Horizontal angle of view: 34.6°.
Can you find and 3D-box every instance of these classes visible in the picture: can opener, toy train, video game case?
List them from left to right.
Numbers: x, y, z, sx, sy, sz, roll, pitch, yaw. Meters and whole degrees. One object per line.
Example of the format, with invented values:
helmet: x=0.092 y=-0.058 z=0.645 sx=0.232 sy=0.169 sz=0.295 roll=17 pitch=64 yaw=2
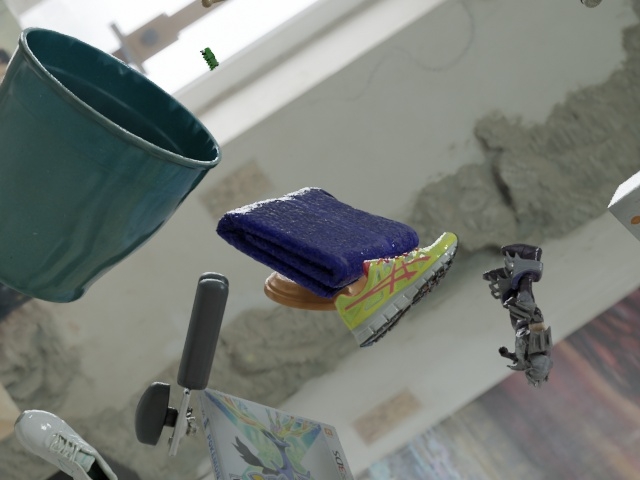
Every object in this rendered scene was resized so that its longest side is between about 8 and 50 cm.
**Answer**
can opener: x=-0.196 y=0.181 z=1.478 sx=0.093 sy=0.280 sz=0.074 roll=16 pitch=12 yaw=-10
toy train: x=-0.206 y=-0.340 z=1.923 sx=0.017 sy=0.023 sz=0.083 roll=61 pitch=0 yaw=13
video game case: x=-0.069 y=0.432 z=1.968 sx=0.329 sy=0.036 sz=0.300 roll=22 pitch=26 yaw=-30

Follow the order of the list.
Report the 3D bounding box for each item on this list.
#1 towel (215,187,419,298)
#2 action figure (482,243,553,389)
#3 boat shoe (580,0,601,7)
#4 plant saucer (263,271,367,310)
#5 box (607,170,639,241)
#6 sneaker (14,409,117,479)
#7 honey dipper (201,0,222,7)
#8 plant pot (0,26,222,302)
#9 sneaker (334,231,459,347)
towel: x=0.000 y=0.000 z=1.621 sx=0.227 sy=0.076 sz=0.308 roll=23 pitch=19 yaw=21
action figure: x=0.364 y=0.145 z=1.853 sx=0.185 sy=0.099 sz=0.285 roll=96 pitch=-5 yaw=-46
boat shoe: x=0.420 y=-0.411 z=1.536 sx=0.038 sy=0.046 sz=0.125 roll=-119 pitch=-144 yaw=-46
plant saucer: x=0.000 y=0.074 z=1.822 sx=0.200 sy=0.199 sz=0.037 roll=-132 pitch=-139 yaw=-68
box: x=0.634 y=-0.053 z=1.863 sx=0.170 sy=0.091 sz=0.130 roll=45 pitch=-47 yaw=-3
sneaker: x=-0.306 y=0.258 z=1.264 sx=0.152 sy=0.054 sz=0.061 roll=43 pitch=-27 yaw=-22
honey dipper: x=-0.125 y=-0.415 z=1.715 sx=0.030 sy=0.160 sz=0.030 roll=46 pitch=-33 yaw=42
plant pot: x=-0.301 y=-0.075 z=1.249 sx=0.271 sy=0.255 sz=0.272 roll=33 pitch=16 yaw=-11
sneaker: x=0.105 y=0.049 z=1.433 sx=0.094 sy=0.208 sz=0.081 roll=46 pitch=-13 yaw=17
